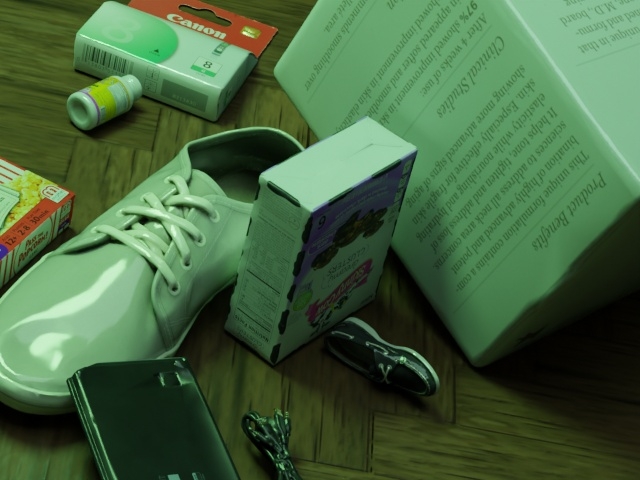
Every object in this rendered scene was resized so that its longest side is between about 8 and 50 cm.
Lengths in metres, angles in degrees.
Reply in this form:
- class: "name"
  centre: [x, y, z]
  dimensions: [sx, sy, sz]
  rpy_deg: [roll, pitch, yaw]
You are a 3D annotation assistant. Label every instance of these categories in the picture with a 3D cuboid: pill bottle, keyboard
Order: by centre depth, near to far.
- class: "keyboard"
  centre: [-0.086, 0.227, 1.496]
  dimensions: [0.201, 0.033, 0.317]
  rpy_deg: [-1, 48, -31]
- class: "pill bottle"
  centre: [-0.234, -0.154, 1.918]
  dimensions: [0.043, 0.043, 0.083]
  rpy_deg: [35, 42, 23]

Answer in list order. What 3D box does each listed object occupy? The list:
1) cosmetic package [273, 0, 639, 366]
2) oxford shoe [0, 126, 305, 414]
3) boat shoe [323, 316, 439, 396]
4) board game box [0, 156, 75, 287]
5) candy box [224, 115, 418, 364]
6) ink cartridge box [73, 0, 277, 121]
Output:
- class: "cosmetic package"
  centre: [0.229, -0.152, 1.764]
  dimensions: [0.327, 0.329, 0.393]
  rpy_deg: [-21, 71, -38]
- class: "oxford shoe"
  centre: [-0.159, 0.012, 1.678]
  dimensions: [0.169, 0.130, 0.449]
  rpy_deg: [36, 45, 18]
- class: "boat shoe"
  centre: [0.058, 0.117, 1.685]
  dimensions: [0.125, 0.046, 0.038]
  rpy_deg: [35, 42, 27]
- class: "board game box"
  centre: [-0.364, -0.035, 1.730]
  dimensions: [0.193, 0.045, 0.147]
  rpy_deg: [25, 40, 12]
- class: "candy box"
  centre: [0.000, 0.000, 1.686]
  dimensions: [0.070, 0.196, 0.165]
  rpy_deg: [35, 43, 24]
- class: "ink cartridge box"
  centre: [-0.161, -0.241, 2.043]
  dimensions: [0.181, 0.056, 0.224]
  rpy_deg: [21, 41, 7]
